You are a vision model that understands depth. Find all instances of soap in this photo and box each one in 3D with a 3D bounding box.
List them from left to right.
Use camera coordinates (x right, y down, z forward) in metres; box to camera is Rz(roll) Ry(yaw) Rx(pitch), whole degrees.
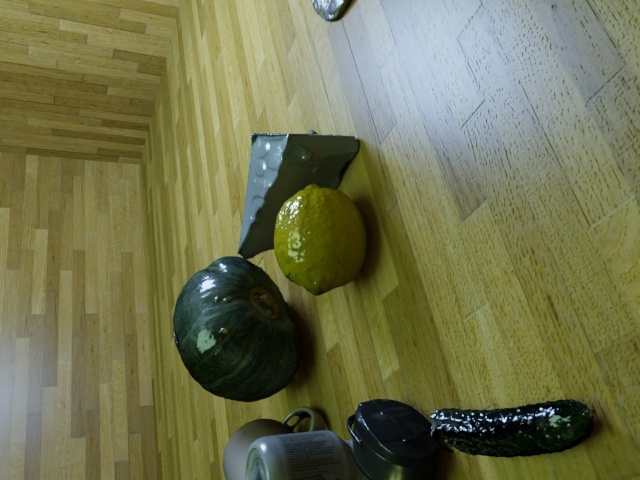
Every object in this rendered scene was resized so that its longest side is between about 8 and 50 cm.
[{"bbox_3d":[-0.055,-0.085,1.259,0.258,0.159,0.302,21,108,61],"label":"soap"}]

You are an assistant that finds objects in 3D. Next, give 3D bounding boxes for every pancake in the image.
[{"bbox_3d":[0.033,-0.589,1.252,0.250,0.031,0.250,-177,90,-66],"label":"pancake"}]

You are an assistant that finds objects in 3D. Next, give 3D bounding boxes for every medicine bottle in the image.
[{"bbox_3d":[-0.010,0.398,1.035,0.135,0.215,0.135,-178,90,-64],"label":"medicine bottle"}]

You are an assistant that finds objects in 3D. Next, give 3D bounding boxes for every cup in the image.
[{"bbox_3d":[-0.086,0.459,1.262,0.253,0.191,0.200,-58,22,-6],"label":"cup"}]

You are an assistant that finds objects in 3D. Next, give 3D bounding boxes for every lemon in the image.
[{"bbox_3d":[-0.002,-0.002,1.108,0.193,0.180,0.180,59,144,16],"label":"lemon"}]

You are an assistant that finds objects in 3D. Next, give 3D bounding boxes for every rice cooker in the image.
[{"bbox_3d":[0.110,0.312,0.915,0.165,0.112,0.106,-162,70,-65],"label":"rice cooker"}]

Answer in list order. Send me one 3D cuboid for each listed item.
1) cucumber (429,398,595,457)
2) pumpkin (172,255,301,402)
[{"bbox_3d":[0.230,0.230,0.727,0.245,0.067,0.067,-29,62,59],"label":"cucumber"},{"bbox_3d":[-0.188,0.200,1.375,0.257,0.291,0.328,-40,35,23],"label":"pumpkin"}]
